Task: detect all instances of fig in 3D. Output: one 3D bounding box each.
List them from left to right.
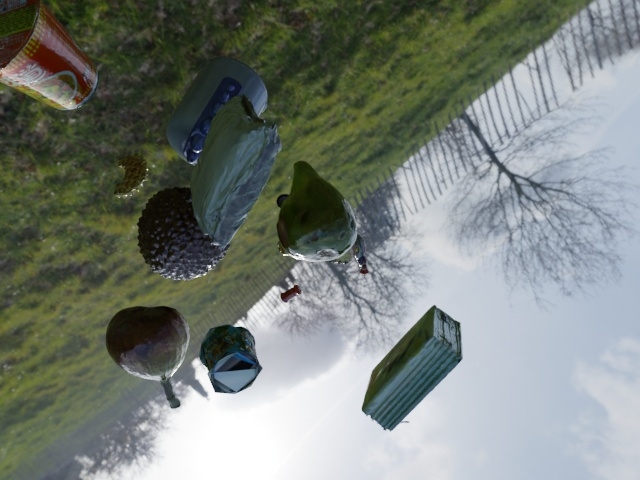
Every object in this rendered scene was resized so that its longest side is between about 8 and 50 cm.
[{"bbox_3d":[-0.321,0.222,0.971,0.160,0.230,0.143,-11,-138,26],"label":"fig"},{"bbox_3d":[-0.015,-0.089,1.227,0.206,0.275,0.206,-7,160,-3],"label":"fig"}]

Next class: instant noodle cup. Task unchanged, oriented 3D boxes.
[{"bbox_3d":[-0.530,-0.343,0.890,0.193,0.193,0.212,-37,166,0],"label":"instant noodle cup"},{"bbox_3d":[-0.346,0.468,1.880,0.240,0.240,0.178,-38,-154,-5],"label":"instant noodle cup"}]

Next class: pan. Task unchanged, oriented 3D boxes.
[{"bbox_3d":[-0.122,-0.147,1.950,0.023,0.115,0.068,106,2,-69],"label":"pan"}]

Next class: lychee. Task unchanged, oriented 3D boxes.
[{"bbox_3d":[-0.399,-0.011,1.376,0.267,0.267,0.267,-36,-169,8],"label":"lychee"}]

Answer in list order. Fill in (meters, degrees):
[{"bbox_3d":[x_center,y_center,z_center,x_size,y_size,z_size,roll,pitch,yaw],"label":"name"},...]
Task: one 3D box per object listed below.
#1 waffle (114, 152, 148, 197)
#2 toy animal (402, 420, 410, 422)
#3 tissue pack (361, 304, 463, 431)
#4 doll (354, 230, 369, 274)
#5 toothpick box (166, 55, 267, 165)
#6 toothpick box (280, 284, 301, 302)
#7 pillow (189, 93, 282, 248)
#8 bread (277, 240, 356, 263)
[{"bbox_3d":[-0.756,-0.263,1.904,0.149,0.194,0.051,-21,151,5],"label":"waffle"},{"bbox_3d":[0.265,0.660,1.831,0.108,0.220,0.062,-54,-156,25],"label":"toy animal"},{"bbox_3d":[0.327,0.446,1.703,0.388,0.162,0.287,-53,176,20],"label":"tissue pack"},{"bbox_3d":[0.152,0.040,1.918,0.062,0.194,0.104,-14,-169,5],"label":"doll"},{"bbox_3d":[-0.331,-0.383,1.507,0.263,0.263,0.354,-23,-141,52],"label":"toothpick box"},{"bbox_3d":[-0.115,0.211,1.906,0.083,0.047,0.047,-34,-168,29],"label":"toothpick box"},{"bbox_3d":[-0.215,-0.177,1.125,0.310,0.138,0.283,-61,-144,15],"label":"pillow"},{"bbox_3d":[-0.004,-0.009,1.546,0.260,0.134,0.129,6,-163,-7],"label":"bread"}]
